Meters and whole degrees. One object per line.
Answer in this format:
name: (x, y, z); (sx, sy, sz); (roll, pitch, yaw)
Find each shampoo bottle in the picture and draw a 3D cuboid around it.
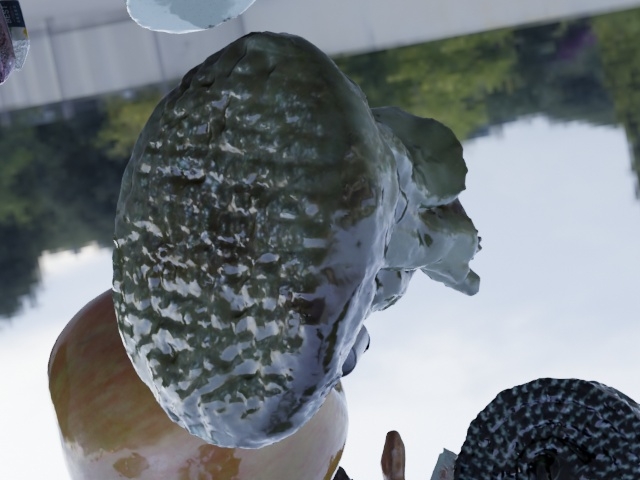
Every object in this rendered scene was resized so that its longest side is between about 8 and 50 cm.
shampoo bottle: (0.042, 0.172, 2.572); (0.072, 0.072, 0.214); (-9, -173, 10)

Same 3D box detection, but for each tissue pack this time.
tissue pack: (-0.376, -0.251, 1.857); (0.042, 0.083, 0.062); (-6, 151, -28)

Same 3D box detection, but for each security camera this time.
security camera: (-0.184, -0.406, 1.987); (0.194, 0.236, 0.194); (-16, 157, -7)

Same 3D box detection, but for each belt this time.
belt: (0.220, 0.244, 1.315); (0.207, 0.257, 0.150); (-13, 168, 20)

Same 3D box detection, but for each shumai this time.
shumai: (0.000, 0.000, 1.543); (0.324, 0.397, 0.323); (24, -164, 41)

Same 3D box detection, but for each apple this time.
apple: (-0.150, 0.211, 1.930); (0.346, 0.391, 0.391); (-25, -172, 1)

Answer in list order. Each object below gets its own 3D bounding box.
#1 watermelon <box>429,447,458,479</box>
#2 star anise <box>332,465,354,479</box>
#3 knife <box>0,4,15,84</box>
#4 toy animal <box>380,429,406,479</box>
watermelon: (0.254, 0.433, 2.285); (0.224, 0.180, 0.305); (-19, -152, -14)
star anise: (0.046, 0.495, 2.503); (0.118, 0.331, 0.332); (-19, -175, 17)
knife: (-0.391, -0.302, 1.677); (0.053, 0.278, 0.123); (-33, -165, -23)
toy animal: (0.049, 0.244, 1.157); (0.104, 0.184, 0.185); (-15, 178, 23)
